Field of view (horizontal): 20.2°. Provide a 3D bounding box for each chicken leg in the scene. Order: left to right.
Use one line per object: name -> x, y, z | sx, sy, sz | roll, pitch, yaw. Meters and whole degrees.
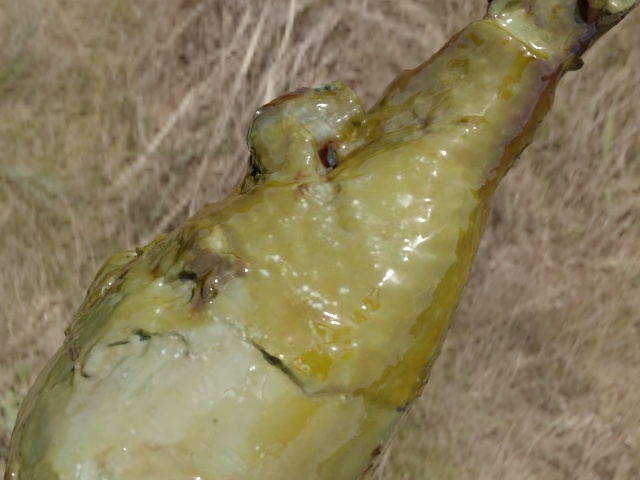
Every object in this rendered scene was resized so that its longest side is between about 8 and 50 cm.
chicken leg -> 0.000, 0.000, 0.393 | 0.178, 0.070, 0.093 | -50, 47, 6
